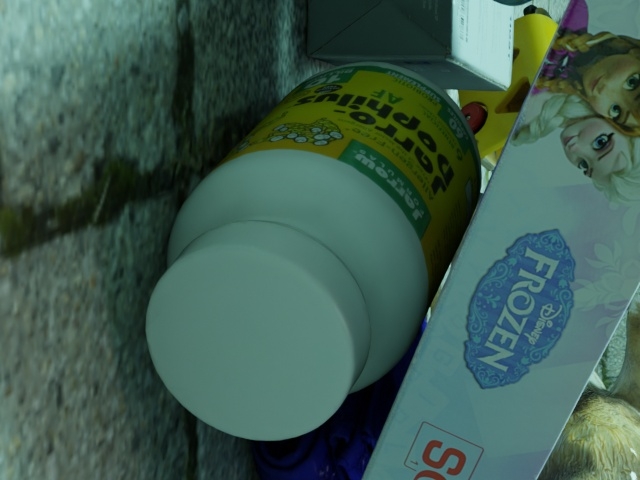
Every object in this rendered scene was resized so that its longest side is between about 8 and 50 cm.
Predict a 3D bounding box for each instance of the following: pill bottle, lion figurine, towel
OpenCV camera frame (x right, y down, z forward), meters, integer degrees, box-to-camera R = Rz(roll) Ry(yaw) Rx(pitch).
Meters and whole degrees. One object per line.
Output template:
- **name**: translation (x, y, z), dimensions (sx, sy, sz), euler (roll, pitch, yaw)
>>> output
- **pill bottle**: translation (0.000, 0.000, 0.600), dimensions (0.208, 0.118, 0.117), euler (-54, 143, -61)
- **lion figurine**: translation (0.158, 0.121, 0.985), dimensions (0.392, 0.142, 0.240), euler (-110, -158, -70)
- **towel**: translation (0.043, 0.147, 0.839), dimensions (0.227, 0.076, 0.308), euler (-70, 156, -43)

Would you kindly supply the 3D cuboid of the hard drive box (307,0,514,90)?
- **hard drive box**: translation (0.068, -0.195, 0.852), dimensions (0.232, 0.089, 0.181), euler (-3, 96, -73)

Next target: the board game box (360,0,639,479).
- **board game box**: translation (0.109, -0.012, 0.617), dimensions (0.318, 0.066, 0.318), euler (-55, 167, -59)

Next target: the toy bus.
- **toy bus**: translation (0.171, -0.132, 1.068), dimensions (0.202, 0.104, 0.191), euler (61, 28, -2)

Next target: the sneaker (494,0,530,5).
- **sneaker**: translation (0.067, -0.253, 0.595), dimensions (0.366, 0.135, 0.150), euler (50, 57, -45)
